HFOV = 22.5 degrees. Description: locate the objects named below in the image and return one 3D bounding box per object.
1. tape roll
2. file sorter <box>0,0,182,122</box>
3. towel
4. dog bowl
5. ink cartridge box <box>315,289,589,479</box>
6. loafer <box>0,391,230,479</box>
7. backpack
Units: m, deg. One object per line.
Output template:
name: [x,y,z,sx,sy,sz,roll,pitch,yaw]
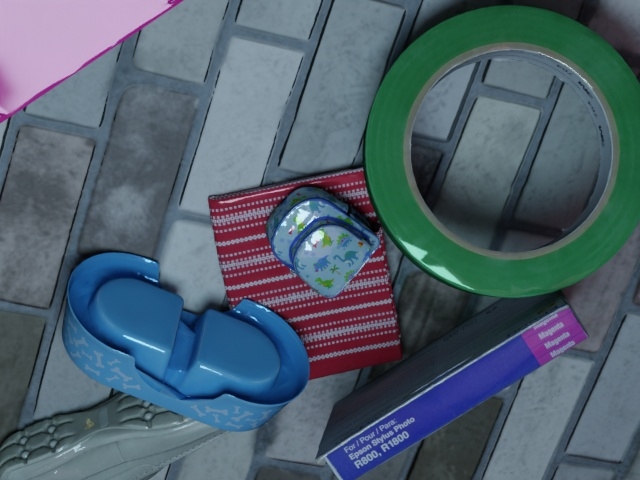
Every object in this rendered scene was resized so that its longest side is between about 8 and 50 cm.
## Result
tape roll: [0.208,-0.097,1.787,0.321,0.077,0.321,0,87,-1]
file sorter: [-0.296,-0.283,1.606,0.290,0.182,0.202,-33,118,5]
towel: [-0.015,0.050,1.928,0.199,0.031,0.275,-12,117,-3]
dog bowl: [-0.162,0.123,1.852,0.297,0.166,0.074,23,127,-12]
ink cartridge box: [0.153,0.162,1.859,0.324,0.330,0.071,-32,93,7]
loafer: [-0.233,0.249,1.946,0.319,0.112,0.111,-18,125,6]
backpack: [0.000,0.000,1.842,0.114,0.084,0.105,37,103,-19]
